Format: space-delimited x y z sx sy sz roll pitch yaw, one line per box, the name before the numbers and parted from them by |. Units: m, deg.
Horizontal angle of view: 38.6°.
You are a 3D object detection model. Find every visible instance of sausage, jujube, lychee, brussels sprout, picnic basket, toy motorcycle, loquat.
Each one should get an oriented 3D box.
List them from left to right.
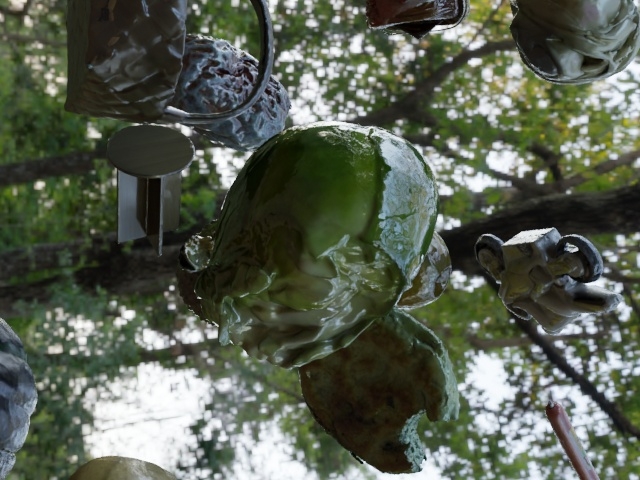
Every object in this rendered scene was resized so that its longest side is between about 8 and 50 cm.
picnic basket | -0.222 -0.321 1.414 0.337 0.337 0.293 -11 -103 62
jujube | -0.221 -0.332 2.084 0.226 0.317 0.226 -39 -142 39
lychee | -0.179 0.073 1.987 0.320 0.270 0.270 55 -15 -27
brussels sprout | 0.000 0.000 1.268 0.371 0.276 0.314 -49 -155 35
loquat | 0.133 0.029 1.709 0.227 0.179 0.179 30 -56 23
toy motorcycle | 0.425 0.083 1.725 0.222 0.108 0.341 63 -23 -10
sausage | 0.383 0.315 1.387 0.223 0.029 0.029 58 -12 -31

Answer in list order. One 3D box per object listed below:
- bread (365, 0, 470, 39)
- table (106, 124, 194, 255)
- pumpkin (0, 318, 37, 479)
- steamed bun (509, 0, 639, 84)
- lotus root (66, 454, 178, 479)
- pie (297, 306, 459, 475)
bread | 0.202 -0.498 1.948 0.224 0.212 0.142 1 -77 36
table | -0.339 -0.092 1.816 0.167 0.167 0.226 -120 -151 -41
pumpkin | -0.551 0.212 1.146 0.266 0.363 0.363 84 -7 -70
steamed bun | 0.485 -0.423 1.857 0.268 0.207 0.280 58 -16 0
lotus root | -0.188 0.357 0.826 0.169 0.152 0.342 76 7 -46
pie | 0.091 0.241 1.525 0.303 0.067 0.302 8 -74 31
